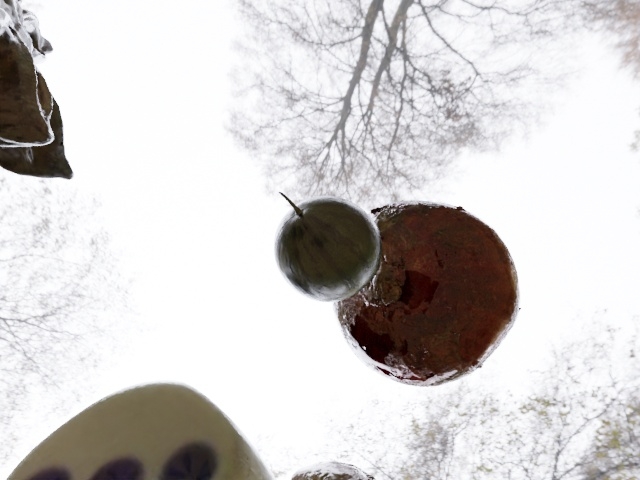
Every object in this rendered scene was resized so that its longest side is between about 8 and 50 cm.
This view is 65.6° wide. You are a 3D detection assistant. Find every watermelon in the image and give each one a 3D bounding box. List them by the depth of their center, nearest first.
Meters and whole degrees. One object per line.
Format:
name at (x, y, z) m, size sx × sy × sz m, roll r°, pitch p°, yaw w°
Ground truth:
watermelon at (0.000, 0.000, 0.482) m, size 0.133 × 0.105 × 0.105 m, roll 47°, pitch -118°, yaw -33°

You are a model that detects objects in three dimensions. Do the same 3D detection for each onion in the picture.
onion at (0.141, 0.071, 0.724) m, size 0.276 × 0.276 × 0.276 m, roll 3°, pitch -113°, yaw -7°

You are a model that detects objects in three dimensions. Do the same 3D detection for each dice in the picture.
dice at (-0.236, 0.407, 0.690) m, size 0.277 × 0.304 × 0.304 m, roll 28°, pitch -132°, yaw 30°

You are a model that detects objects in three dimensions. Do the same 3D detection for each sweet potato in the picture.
sweet potato at (0.068, 0.452, 0.849) m, size 0.109 × 0.385 × 0.109 m, roll 6°, pitch -99°, yaw -39°

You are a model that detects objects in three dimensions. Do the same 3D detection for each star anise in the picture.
star anise at (-0.256, -0.149, 0.349) m, size 0.109 × 0.236 × 0.223 m, roll -19°, pitch -138°, yaw -18°
